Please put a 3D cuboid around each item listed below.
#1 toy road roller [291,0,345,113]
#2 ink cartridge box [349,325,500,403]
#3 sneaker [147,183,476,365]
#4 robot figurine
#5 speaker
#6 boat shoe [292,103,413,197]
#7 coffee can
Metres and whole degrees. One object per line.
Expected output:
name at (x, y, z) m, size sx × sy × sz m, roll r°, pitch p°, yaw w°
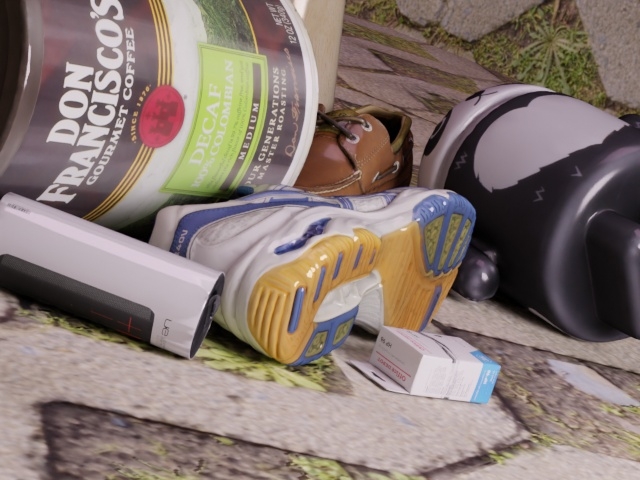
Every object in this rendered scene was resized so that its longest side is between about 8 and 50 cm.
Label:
toy road roller at (-0.135, -0.197, 1.751) m, size 0.240 × 0.203 × 0.329 m, roll 2°, pitch 12°, yaw -21°
ink cartridge box at (0.066, 0.078, 1.200) m, size 0.083 × 0.028 × 0.048 m, roll 10°, pitch 15°, yaw -37°
sneaker at (0.000, 0.000, 1.249) m, size 0.131 × 0.112 × 0.296 m, roll 24°, pitch 12°, yaw 24°
robot figurine at (0.198, -0.026, 1.532) m, size 0.209 × 0.174 × 0.278 m, roll 14°, pitch 13°, yaw -37°
speaker at (-0.125, 0.020, 1.090) m, size 0.136 × 0.055 × 0.055 m, roll 21°, pitch 12°, yaw 5°
boat shoe at (-0.002, -0.063, 1.550) m, size 0.110 × 0.104 × 0.307 m, roll 22°, pitch 12°, yaw 13°
coffee can at (-0.162, -0.103, 1.230) m, size 0.201 × 0.202 × 0.275 m, roll 28°, pitch 14°, yaw 35°
